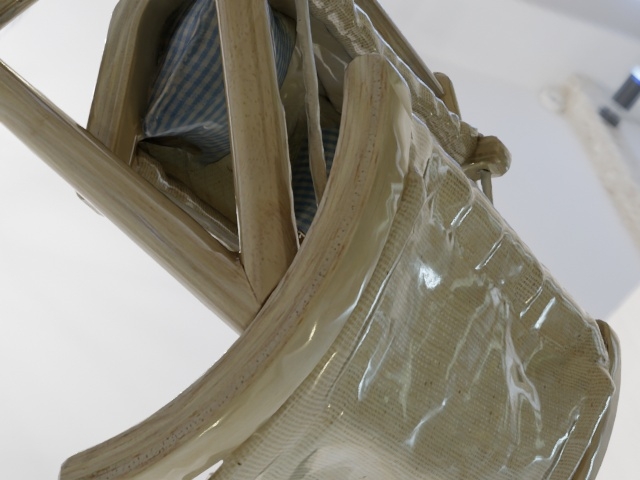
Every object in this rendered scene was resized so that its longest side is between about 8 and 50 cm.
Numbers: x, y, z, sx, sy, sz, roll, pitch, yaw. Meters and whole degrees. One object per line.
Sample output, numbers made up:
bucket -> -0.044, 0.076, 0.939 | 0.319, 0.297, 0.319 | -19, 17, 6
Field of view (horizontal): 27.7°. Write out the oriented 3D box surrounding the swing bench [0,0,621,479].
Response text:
swing bench -> 0.000, 0.000, 0.529 | 0.253, 0.165, 0.254 | 41, -164, -54
